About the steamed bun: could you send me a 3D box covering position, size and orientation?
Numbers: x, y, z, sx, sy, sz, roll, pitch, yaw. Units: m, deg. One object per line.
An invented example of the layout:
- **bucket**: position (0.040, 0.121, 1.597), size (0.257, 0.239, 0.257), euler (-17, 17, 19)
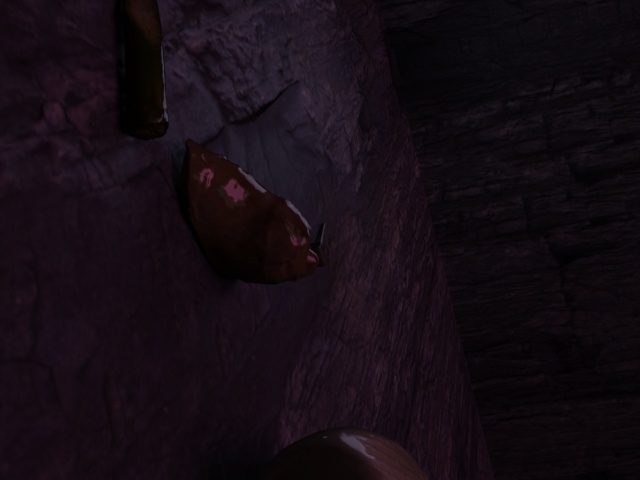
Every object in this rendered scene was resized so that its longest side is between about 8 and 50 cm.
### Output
- **steamed bun**: position (0.023, 0.343, 0.844), size (0.273, 0.272, 0.290), euler (48, -2, 30)

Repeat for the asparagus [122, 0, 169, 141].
- **asparagus**: position (-0.168, -0.182, 0.816), size (0.045, 0.041, 0.178), euler (58, 24, -71)

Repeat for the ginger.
- **ginger**: position (-0.076, -0.028, 0.921), size (0.193, 0.122, 0.115), euler (56, 48, -43)

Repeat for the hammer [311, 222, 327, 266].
- **hammer**: position (0.000, 0.000, 1.338), size (0.110, 0.019, 0.036), euler (-82, 156, -62)
